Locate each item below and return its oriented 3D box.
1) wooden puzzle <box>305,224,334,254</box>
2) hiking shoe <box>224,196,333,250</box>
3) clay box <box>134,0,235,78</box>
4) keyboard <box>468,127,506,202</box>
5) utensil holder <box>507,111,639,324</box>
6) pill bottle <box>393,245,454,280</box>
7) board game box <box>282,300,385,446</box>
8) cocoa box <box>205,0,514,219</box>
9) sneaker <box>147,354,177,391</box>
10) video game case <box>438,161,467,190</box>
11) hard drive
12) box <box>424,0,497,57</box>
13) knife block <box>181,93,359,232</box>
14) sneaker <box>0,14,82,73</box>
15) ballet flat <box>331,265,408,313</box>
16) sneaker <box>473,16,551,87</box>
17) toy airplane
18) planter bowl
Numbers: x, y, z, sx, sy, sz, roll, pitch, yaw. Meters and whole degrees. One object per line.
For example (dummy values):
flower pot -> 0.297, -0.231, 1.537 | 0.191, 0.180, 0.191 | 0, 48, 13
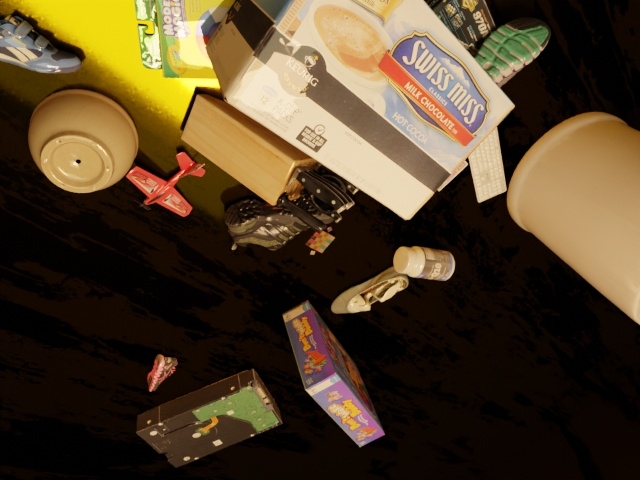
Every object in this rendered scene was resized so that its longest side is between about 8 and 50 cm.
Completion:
wooden puzzle -> 0.000, 0.000, 1.012 | 0.049, 0.006, 0.083 | 28, 113, -34
hiking shoe -> -0.080, -0.036, 0.921 | 0.227, 0.086, 0.114 | -6, 141, -8
clay box -> -0.163, -0.317, 0.682 | 0.222, 0.053, 0.127 | -6, 127, -17
keyboard -> 0.367, -0.191, 0.992 | 0.072, 0.014, 0.256 | -28, 130, 2
utensil holder -> 0.665, -0.053, 0.963 | 0.328, 0.385, 0.327 | -10, 129, -13
pill bottle -> 0.255, 0.056, 1.099 | 0.137, 0.078, 0.078 | 8, 123, -24
board game box -> 0.036, 0.347, 1.143 | 0.078, 0.233, 0.347 | -29, 130, 3
cocoa box -> 0.052, -0.237, 0.638 | 0.347, 0.231, 0.228 | 28, 113, -35
sneaker -> -0.393, 0.333, 1.107 | 0.057, 0.047, 0.119 | 9, 124, -39
video game case -> 0.259, -0.171, 0.971 | 0.087, 0.011, 0.122 | -45, 127, 16
hard drive -> -0.303, 0.504, 1.253 | 0.339, 0.064, 0.236 | -22, 130, -2
box -> 0.237, -0.333, 0.813 | 0.175, 0.051, 0.220 | -39, 129, 12
knife block -> -0.079, -0.120, 0.739 | 0.276, 0.242, 0.088 | 16, 118, -29
sneaker -> -0.416, -0.277, 0.623 | 0.144, 0.053, 0.059 | 9, 120, -27
ballet flat -> 0.124, 0.138, 1.122 | 0.213, 0.068, 0.072 | -31, 130, 6
sneaker -> 0.305, -0.302, 0.797 | 0.224, 0.083, 0.098 | -38, 166, -2
toy airplane -> -0.277, -0.107, 0.816 | 0.151, 0.028, 0.151 | -16, 142, -13
planter bowl -> -0.379, -0.142, 0.703 | 0.162, 0.109, 0.162 | -9, 128, -12
